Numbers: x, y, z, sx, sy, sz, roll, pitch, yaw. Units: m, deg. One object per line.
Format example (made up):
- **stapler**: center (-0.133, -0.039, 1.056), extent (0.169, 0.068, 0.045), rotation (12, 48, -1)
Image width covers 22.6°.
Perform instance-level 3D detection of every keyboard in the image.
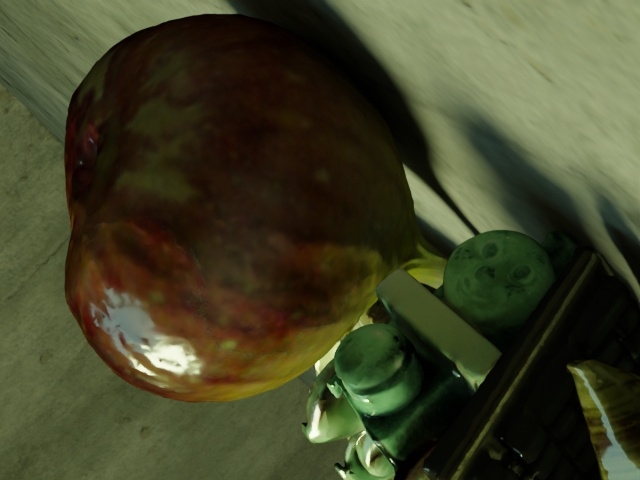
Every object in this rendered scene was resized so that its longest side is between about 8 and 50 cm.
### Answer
- **keyboard**: center (0.131, 0.119, 0.628), extent (0.027, 0.106, 0.317), rotation (28, 168, 38)

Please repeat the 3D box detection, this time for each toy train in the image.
- **toy train**: center (0.070, 0.070, 0.615), extent (0.081, 0.125, 0.194), rotation (41, 170, 37)

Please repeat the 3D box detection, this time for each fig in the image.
- **fig**: center (-0.016, 0.005, 0.672), extent (0.231, 0.143, 0.160), rotation (40, -151, -50)

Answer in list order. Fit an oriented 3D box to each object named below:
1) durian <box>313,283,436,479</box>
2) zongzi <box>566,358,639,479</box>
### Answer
- **durian**: center (0.062, 0.065, 0.805), extent (0.188, 0.091, 0.148), rotation (59, 161, -11)
- **zongzi**: center (0.161, 0.133, 0.602), extent (0.241, 0.111, 0.247), rotation (51, 177, 3)
